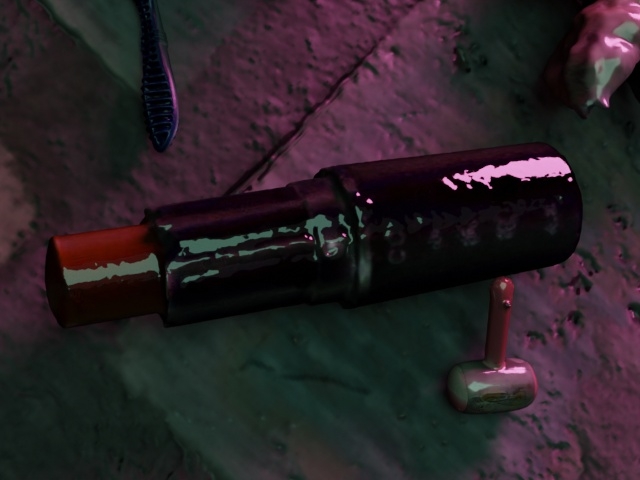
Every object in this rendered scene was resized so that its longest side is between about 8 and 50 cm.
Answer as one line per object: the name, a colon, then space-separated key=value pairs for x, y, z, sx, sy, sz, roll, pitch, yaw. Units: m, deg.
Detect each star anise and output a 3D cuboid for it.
star anise: x=0.207 y=-0.160 z=0.789 sx=0.229 sy=0.093 sz=0.236 roll=46 pitch=69 yaw=-2

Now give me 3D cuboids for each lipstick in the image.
lipstick: x=0.000 y=0.000 z=0.703 sx=0.299 sy=0.081 sz=0.081 roll=-10 pitch=81 yaw=-17

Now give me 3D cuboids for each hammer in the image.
hammer: x=0.099 y=0.059 z=0.730 sx=0.052 sy=0.031 sz=0.083 roll=-4 pitch=111 yaw=-19

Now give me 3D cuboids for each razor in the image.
razor: x=-0.102 y=-0.124 z=0.729 sx=0.028 sy=0.044 sz=0.155 roll=-12 pitch=83 yaw=-44
